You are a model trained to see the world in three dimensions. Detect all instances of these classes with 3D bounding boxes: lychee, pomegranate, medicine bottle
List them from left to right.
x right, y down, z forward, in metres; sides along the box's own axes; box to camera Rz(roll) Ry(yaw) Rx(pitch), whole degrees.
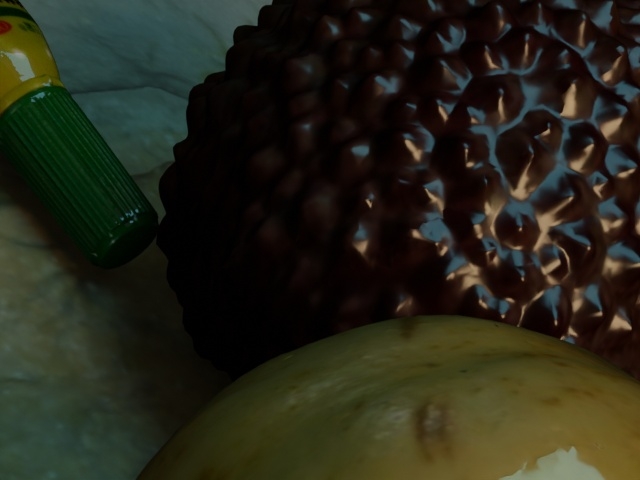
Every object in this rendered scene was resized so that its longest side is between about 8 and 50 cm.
[{"bbox_3d":[-0.183,-0.091,0.927,0.260,0.064,0.095,52,28,18],"label":"medicine bottle"},{"bbox_3d":[0.065,-0.003,0.867,0.306,0.330,0.306,28,1,0],"label":"lychee"},{"bbox_3d":[0.070,0.165,0.577,0.342,0.342,0.342,29,31,-19],"label":"pomegranate"}]
